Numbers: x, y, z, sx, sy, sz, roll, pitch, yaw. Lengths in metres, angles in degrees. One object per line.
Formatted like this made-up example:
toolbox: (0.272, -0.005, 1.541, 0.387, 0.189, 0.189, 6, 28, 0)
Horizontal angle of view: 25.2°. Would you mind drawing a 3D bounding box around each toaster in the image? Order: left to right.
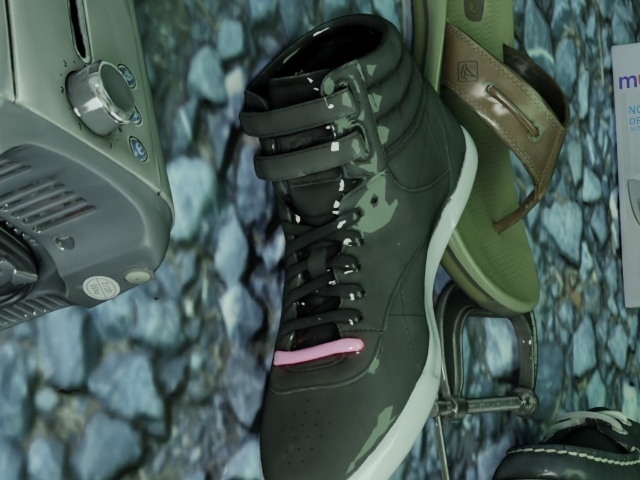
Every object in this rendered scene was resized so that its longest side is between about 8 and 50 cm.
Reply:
toaster: (-0.155, -0.041, 0.458, 0.129, 0.227, 0.146, 34, 42, -50)

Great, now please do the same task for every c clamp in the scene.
c clamp: (0.112, 0.094, 0.987, 0.160, 0.022, 0.137, -4, 85, -54)

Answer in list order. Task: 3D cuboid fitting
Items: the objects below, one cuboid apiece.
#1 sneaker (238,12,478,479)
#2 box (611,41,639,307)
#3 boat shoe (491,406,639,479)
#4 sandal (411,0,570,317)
sneaker: (0.000, 0.000, 0.762, 0.147, 0.104, 0.296, 53, 40, -36)
box: (0.393, -0.063, 1.198, 0.127, 0.262, 0.231, -1, 89, -56)
boat shoe: (0.195, 0.165, 1.028, 0.302, 0.114, 0.091, 35, 59, -63)
sandal: (0.117, -0.100, 0.949, 0.120, 0.086, 0.303, -1, 88, -56)
